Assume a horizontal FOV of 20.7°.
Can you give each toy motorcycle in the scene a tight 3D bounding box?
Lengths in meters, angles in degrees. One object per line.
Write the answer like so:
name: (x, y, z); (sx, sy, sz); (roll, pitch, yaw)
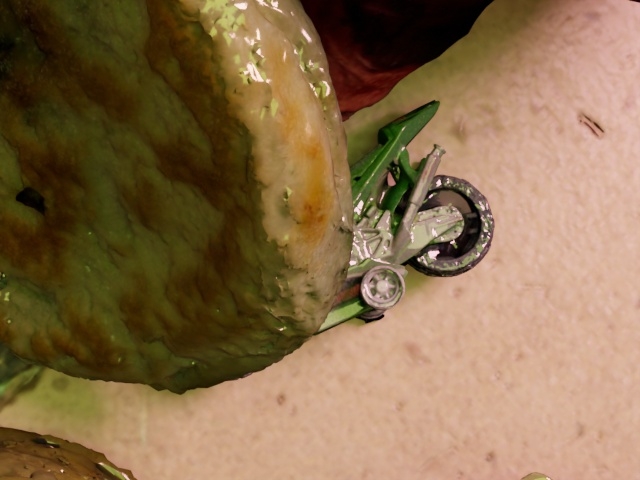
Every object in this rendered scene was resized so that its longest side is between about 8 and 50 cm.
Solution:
toy motorcycle: (0.000, 0.000, 0.975); (0.190, 0.074, 0.106); (-25, 85, -8)

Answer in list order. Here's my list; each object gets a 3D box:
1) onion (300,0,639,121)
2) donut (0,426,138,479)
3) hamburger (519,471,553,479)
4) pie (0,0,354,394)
onion: (0.059, -0.208, 0.857); (0.398, 0.398, 0.420); (29, 108, -7)
donut: (-0.176, 0.235, 0.927); (0.272, 0.107, 0.272); (0, 88, -9)
hamburger: (0.124, 0.264, 0.916); (0.274, 0.212, 0.274); (0, 90, -9)
pie: (-0.110, -0.047, 0.874); (0.302, 0.302, 0.067); (56, 44, -5)
